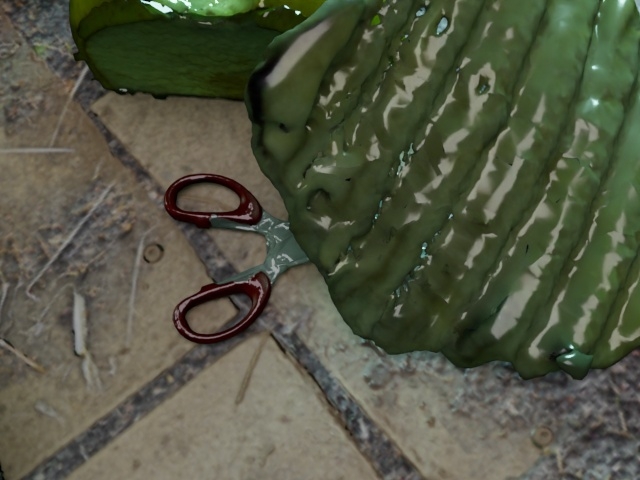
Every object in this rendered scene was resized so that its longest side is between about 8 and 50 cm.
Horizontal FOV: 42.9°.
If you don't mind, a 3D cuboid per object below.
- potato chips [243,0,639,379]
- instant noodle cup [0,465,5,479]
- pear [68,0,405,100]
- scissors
[{"bbox_3d":[0.155,-0.082,0.616,0.389,0.097,0.373,-41,99,-13],"label":"potato chips"},{"bbox_3d":[-0.334,0.169,0.523,0.251,0.190,0.251,-1,71,2],"label":"instant noodle cup"},{"bbox_3d":[-0.056,-0.244,0.676,0.293,0.159,0.292,-1,68,2],"label":"pear"},{"bbox_3d":[0.000,0.000,0.661,0.248,0.017,0.144,-8,71,-2],"label":"scissors"}]
